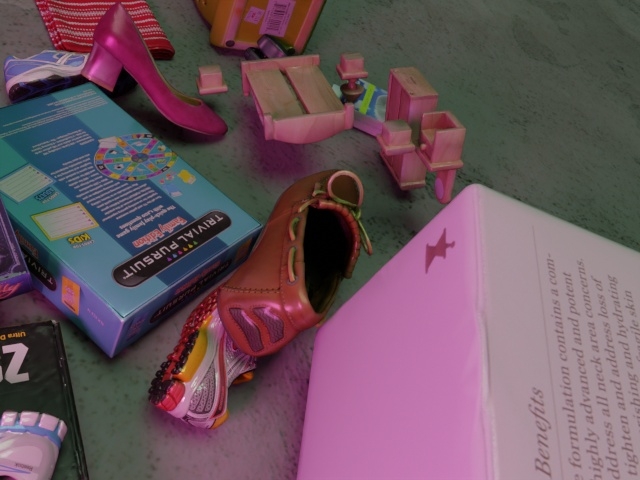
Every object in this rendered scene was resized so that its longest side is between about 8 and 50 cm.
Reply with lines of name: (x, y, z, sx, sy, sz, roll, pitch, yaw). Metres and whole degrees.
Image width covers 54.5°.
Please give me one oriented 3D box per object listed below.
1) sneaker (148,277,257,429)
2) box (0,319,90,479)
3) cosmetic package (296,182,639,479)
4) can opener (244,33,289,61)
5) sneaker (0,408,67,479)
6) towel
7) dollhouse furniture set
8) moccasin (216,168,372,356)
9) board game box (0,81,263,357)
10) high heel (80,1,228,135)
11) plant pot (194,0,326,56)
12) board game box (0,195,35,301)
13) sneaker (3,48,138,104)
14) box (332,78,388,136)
sneaker: (-0.119, 0.126, 0.746, 0.092, 0.088, 0.225, 42, 42, -18)
box: (-0.378, 0.219, 0.542, 0.321, 0.079, 0.257, -7, 53, -28)
cosmetic package: (0.215, 0.217, 0.587, 0.393, 0.327, 0.330, 21, 52, -16)
can opener: (-0.070, -0.289, 1.129, 0.059, 0.073, 0.186, -26, 75, -47)
sneaker: (-0.312, 0.183, 0.504, 0.190, 0.071, 0.083, 7, 55, -19)
towel: (-0.395, -0.413, 1.108, 0.198, 0.031, 0.275, -12, 57, -33)
dollhouse furniture set: (0.001, -0.155, 0.997, 0.355, 0.174, 0.303, -9, 41, -12)
moccasin: (-0.001, -0.003, 0.804, 0.139, 0.146, 0.380, 65, 25, -13)
board game box: (-0.282, -0.047, 0.791, 0.336, 0.079, 0.253, 40, 40, 10)
high heel: (-0.229, -0.251, 0.946, 0.244, 0.117, 0.082, 25, 13, -29)
plant pot: (-0.104, -0.484, 1.171, 0.227, 0.228, 0.207, 0, 58, -25)
board game box: (-0.414, -0.030, 0.630, 0.165, 0.042, 0.243, -21, 67, -26)
sneaker: (-0.375, -0.262, 0.951, 0.211, 0.080, 0.081, -18, 63, -35)
box: (0.100, -0.247, 1.178, 0.178, 0.042, 0.109, 24, 46, -5)
